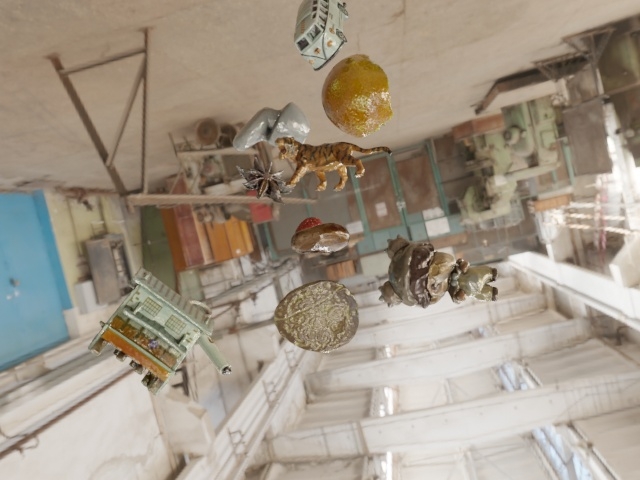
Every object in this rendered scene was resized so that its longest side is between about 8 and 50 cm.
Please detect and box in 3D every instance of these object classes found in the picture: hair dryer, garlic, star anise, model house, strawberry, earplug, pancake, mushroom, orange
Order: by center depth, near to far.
[{"bbox_3d":[0.000,0.000,1.069,0.123,0.052,0.123,-8,167,-2],"label":"mushroom"},{"bbox_3d":[-0.399,0.211,1.220,0.215,0.224,0.198,-55,-167,-23],"label":"model house"},{"bbox_3d":[0.086,-0.367,1.304,0.158,0.179,0.237,14,-144,-15],"label":"orange"},{"bbox_3d":[-0.300,0.273,1.354,0.236,0.131,0.073,39,-169,33],"label":"hair dryer"},{"bbox_3d":[0.325,0.071,1.422,0.084,0.066,0.152,-39,161,3],"label":"garlic"},{"bbox_3d":[-0.007,0.222,1.492,0.250,0.250,0.031,-14,-153,6],"label":"pancake"},{"bbox_3d":[-0.034,-0.024,1.654,0.106,0.106,0.106,-14,-178,0],"label":"strawberry"},{"bbox_3d":[-0.187,-0.193,1.773,0.204,0.181,0.061,3,145,-32],"label":"star anise"},{"bbox_3d":[-0.196,-0.427,2.034,0.325,0.175,0.214,-6,-145,23],"label":"earplug"}]

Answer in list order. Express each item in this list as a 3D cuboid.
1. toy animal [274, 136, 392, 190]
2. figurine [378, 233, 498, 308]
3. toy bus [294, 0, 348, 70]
[{"bbox_3d":[0.036,-0.174,1.110,0.255,0.116,0.114,-4,174,25],"label":"toy animal"},{"bbox_3d":[0.388,0.120,1.732,0.380,0.248,0.203,7,174,9],"label":"figurine"},{"bbox_3d":[-0.002,-0.419,1.028,0.089,0.194,0.087,34,130,-30],"label":"toy bus"}]
